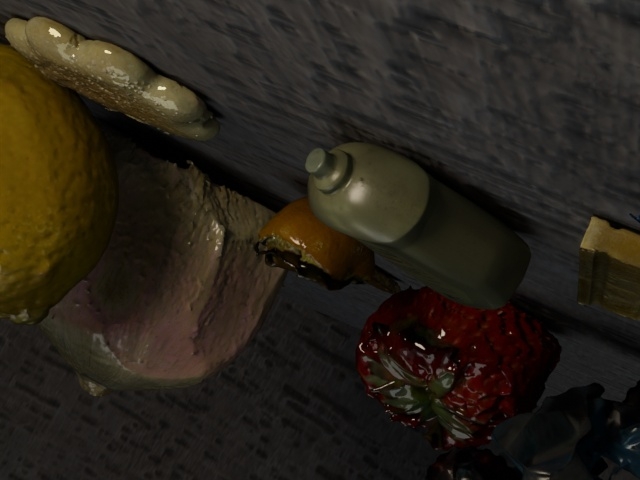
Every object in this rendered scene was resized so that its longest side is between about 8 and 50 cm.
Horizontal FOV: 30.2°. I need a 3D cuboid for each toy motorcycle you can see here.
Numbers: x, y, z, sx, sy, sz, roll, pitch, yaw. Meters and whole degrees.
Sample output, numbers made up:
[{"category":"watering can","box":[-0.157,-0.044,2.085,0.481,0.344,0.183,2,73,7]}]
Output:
[{"category":"toy motorcycle","box":[0.344,0.317,1.521,0.172,0.416,0.232,80,168,-45]}]

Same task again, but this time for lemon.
[{"category":"lemon","box":[-0.401,-0.075,1.437,0.336,0.336,0.336,24,173,3]}]

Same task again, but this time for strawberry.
[{"category":"strawberry","box":[0.201,0.156,1.664,0.261,0.258,0.261,26,145,21]}]

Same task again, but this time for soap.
[{"category":"soap","box":[0.287,0.037,1.104,0.092,0.037,0.252,22,171,15]}]

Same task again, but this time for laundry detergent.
[{"category":"laundry detergent","box":[0.078,-0.024,1.152,0.253,0.091,0.181,30,177,-38]}]

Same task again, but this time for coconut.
[{"category":"coconut","box":[-0.267,0.056,1.750,0.404,0.405,0.404,24,173,3]}]

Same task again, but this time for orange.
[{"category":"orange","box":[0.000,0.000,1.501,0.160,0.112,0.170,16,-161,-15]}]

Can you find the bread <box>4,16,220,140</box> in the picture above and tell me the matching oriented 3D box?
[{"category":"bread","box":[-0.233,-0.177,1.283,0.250,0.039,0.182,24,173,14]}]

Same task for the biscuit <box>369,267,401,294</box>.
[{"category":"biscuit","box":[0.022,0.026,1.935,0.237,0.026,0.131,30,173,-40]}]

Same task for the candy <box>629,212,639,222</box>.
[{"category":"candy","box":[0.294,0.002,0.848,0.088,0.038,0.136,42,160,-19]}]
